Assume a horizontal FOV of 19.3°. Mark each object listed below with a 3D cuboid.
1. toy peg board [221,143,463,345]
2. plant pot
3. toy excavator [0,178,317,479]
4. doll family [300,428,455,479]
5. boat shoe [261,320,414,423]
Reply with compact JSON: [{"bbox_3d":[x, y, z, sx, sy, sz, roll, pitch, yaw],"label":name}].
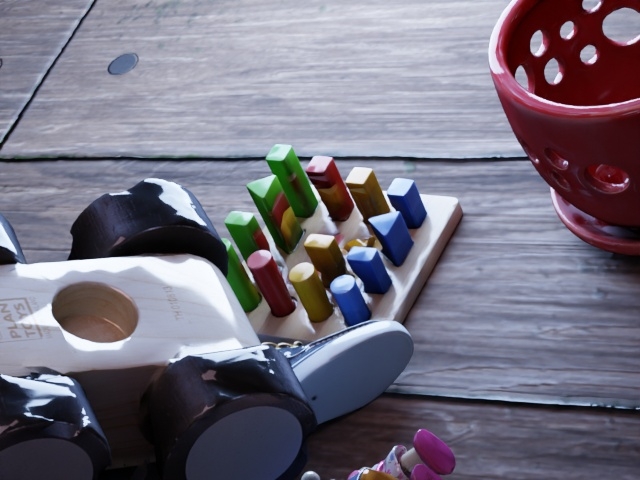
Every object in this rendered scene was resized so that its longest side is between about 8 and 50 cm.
[{"bbox_3d":[0.000,0.000,1.462,0.160,0.079,0.161,6,50,33],"label":"toy peg board"},{"bbox_3d":[0.235,-0.094,1.362,0.191,0.174,0.191,-15,40,13],"label":"plant pot"},{"bbox_3d":[-0.258,0.208,1.265,0.433,0.445,0.222,-5,41,-28],"label":"toy excavator"},{"bbox_3d":[-0.013,0.223,1.174,0.163,0.118,0.263,-39,28,36],"label":"doll family"},{"bbox_3d":[-0.026,0.097,1.379,0.183,0.065,0.083,-31,44,-2],"label":"boat shoe"}]
